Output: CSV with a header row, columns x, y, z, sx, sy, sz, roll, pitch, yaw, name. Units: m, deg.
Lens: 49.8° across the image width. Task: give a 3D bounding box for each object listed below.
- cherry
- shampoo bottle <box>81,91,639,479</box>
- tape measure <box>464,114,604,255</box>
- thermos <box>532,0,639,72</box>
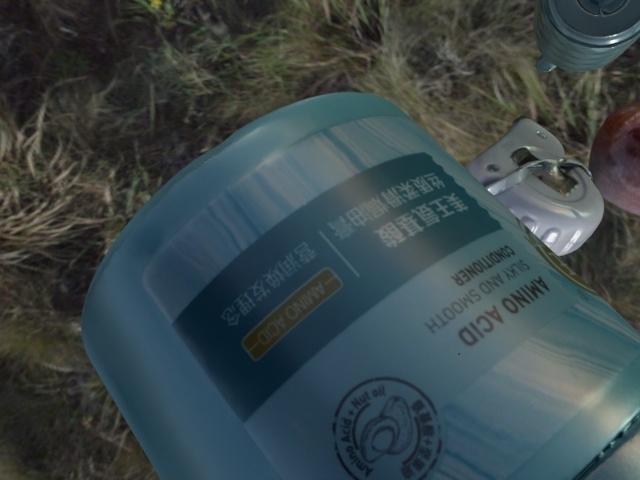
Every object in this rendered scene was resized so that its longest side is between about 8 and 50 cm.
x,y,z,sx,sy,sz,roll,pitch,yaw,name
0.626,-0.138,1.288,0.206,0.239,0.239,-28,98,-6,cherry
0.045,0.116,0.520,0.331,0.331,0.343,-46,68,13,shampoo bottle
0.306,-0.069,0.992,0.197,0.236,0.120,38,134,15,tape measure
0.378,-0.320,0.952,0.182,0.286,0.145,-42,84,14,thermos
